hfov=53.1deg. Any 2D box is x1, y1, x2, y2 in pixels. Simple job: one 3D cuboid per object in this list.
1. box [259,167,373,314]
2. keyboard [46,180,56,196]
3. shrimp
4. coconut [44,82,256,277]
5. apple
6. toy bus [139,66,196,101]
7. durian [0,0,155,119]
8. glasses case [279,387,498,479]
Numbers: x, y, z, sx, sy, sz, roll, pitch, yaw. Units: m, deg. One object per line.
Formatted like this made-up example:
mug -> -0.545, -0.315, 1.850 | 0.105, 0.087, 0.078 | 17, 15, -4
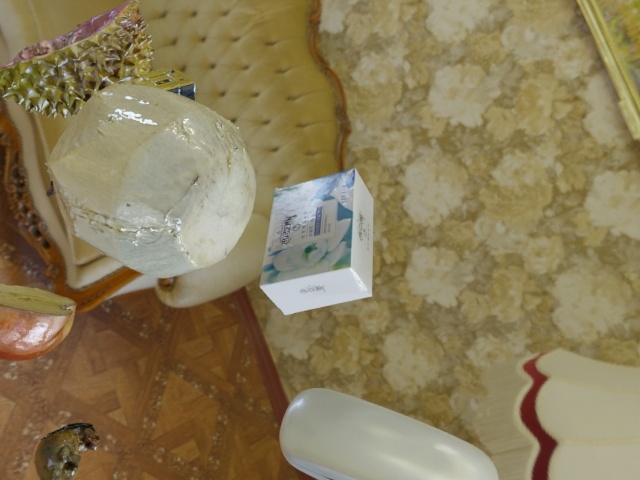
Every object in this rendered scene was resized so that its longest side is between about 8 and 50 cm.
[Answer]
box -> -0.001, -0.001, 1.358 | 0.116, 0.203, 0.274 | 54, 31, -43
keyboard -> -0.465, -0.169, 1.378 | 0.262, 0.106, 0.016 | -37, 95, -32
shrimp -> -0.449, 0.399, 1.148 | 0.262, 0.117, 0.066 | 29, -36, 55
coconut -> -0.226, -0.083, 0.841 | 0.245, 0.247, 0.245 | -48, 151, -38
apple -> -0.734, 0.211, 1.554 | 0.293, 0.251, 0.163 | -150, -104, -84
toy bus -> -0.327, -0.185, 1.339 | 0.121, 0.336, 0.123 | -28, 54, -36
durian -> -0.401, -0.280, 1.037 | 0.154, 0.260, 0.186 | 62, 11, -7
glasses case -> 0.059, 0.192, 0.564 | 0.049, 0.197, 0.076 | 100, 11, -49
